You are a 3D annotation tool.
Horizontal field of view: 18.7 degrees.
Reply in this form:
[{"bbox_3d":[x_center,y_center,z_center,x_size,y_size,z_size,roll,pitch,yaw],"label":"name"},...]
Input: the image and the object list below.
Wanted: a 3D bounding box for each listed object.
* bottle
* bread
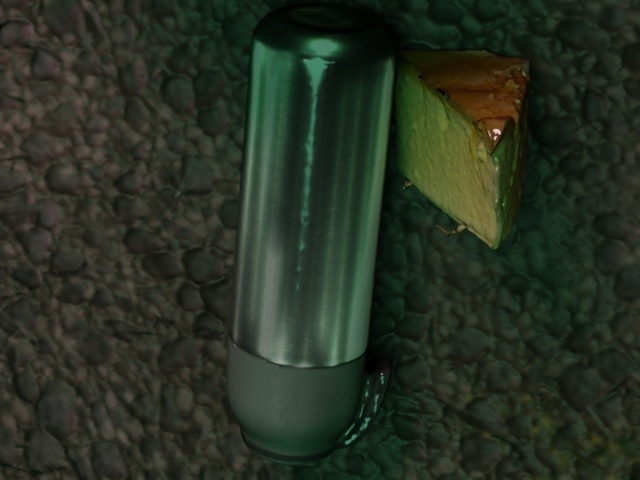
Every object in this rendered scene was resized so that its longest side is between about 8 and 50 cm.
[{"bbox_3d":[0.000,0.000,1.066,0.096,0.079,0.254,5,112,-3],"label":"bottle"},{"bbox_3d":[0.067,-0.044,1.014,0.080,0.109,0.084,2,116,12],"label":"bread"}]
